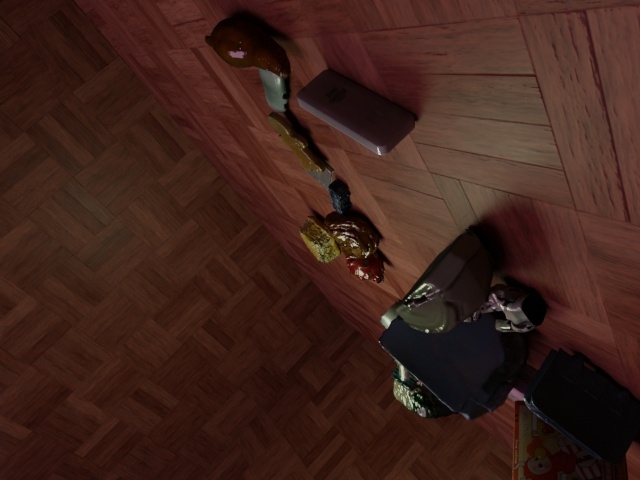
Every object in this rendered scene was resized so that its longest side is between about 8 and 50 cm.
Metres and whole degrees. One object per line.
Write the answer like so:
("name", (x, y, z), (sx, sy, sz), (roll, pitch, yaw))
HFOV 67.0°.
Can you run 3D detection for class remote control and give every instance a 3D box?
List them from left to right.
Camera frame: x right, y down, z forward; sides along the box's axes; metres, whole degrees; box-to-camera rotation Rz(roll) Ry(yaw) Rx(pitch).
("remote control", (-0.123, -0.405, 1.272), (0.097, 0.045, 0.256), (44, 172, 7))
("remote control", (0.065, -0.260, 0.962), (0.250, 0.103, 0.034), (38, 164, 29))

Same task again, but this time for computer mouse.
("computer mouse", (0.307, 0.120, 1.157), (0.145, 0.228, 0.429), (37, 167, 9))

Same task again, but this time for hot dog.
("hot dog", (0.094, -0.021, 1.700), (0.175, 0.114, 0.259), (47, 169, -22))

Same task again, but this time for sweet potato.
("sweet potato", (-0.188, -0.462, 1.136), (0.359, 0.112, 0.112), (31, 163, 43))

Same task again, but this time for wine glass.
("wine glass", (0.405, 0.408, 2.079), (0.321, 0.143, 0.143), (45, 169, 13))

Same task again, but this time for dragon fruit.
("dragon fruit", (0.173, 0.086, 1.800), (0.166, 0.133, 0.136), (43, -149, 18))

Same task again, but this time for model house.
("model house", (0.425, 0.449, 1.766), (0.243, 0.298, 0.284), (-164, 67, -64))
("model house", (0.431, 0.343, 1.433), (0.360, 0.297, 0.339), (36, 174, 40))

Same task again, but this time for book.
("book", (-0.012, -0.233, 1.573), (0.127, 0.014, 0.182), (44, 169, 7))

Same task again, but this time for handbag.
("handbag", (0.613, 0.377, 1.124), (0.229, 0.179, 0.062), (35, 167, 13))

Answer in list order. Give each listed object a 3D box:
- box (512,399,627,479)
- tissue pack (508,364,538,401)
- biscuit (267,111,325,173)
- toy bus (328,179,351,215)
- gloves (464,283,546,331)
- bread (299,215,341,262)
("box", (0.647, 0.592, 1.255), (0.259, 0.284, 0.214), (-8, 139, 32))
("tissue pack", (0.646, 0.461, 1.506), (0.246, 0.092, 0.148), (32, 162, 50))
("biscuit", (-0.073, -0.291, 1.447), (0.234, 0.030, 0.153), (48, 167, -29))
("toy bus", (0.062, -0.137, 1.571), (0.065, 0.047, 0.166), (45, 170, 20))
("gloves", (0.434, 0.163, 1.167), (0.127, 0.111, 0.212), (17, 174, -21))
("bread", (0.000, 0.000, 2.106), (0.174, 0.121, 0.245), (49, 176, 27))
